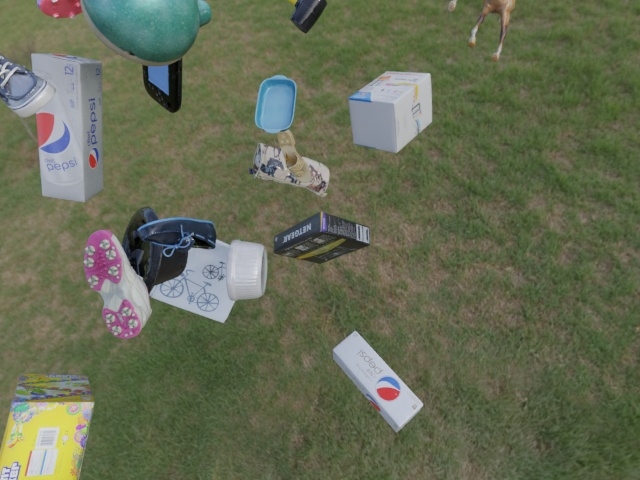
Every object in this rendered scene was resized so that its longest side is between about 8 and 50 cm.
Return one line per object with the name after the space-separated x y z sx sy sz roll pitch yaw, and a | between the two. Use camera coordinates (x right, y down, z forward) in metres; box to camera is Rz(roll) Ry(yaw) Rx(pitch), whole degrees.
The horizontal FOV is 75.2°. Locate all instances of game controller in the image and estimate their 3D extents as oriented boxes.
-0.519 -0.576 1.352 0.166 0.319 0.067 32 51 5 | game controller

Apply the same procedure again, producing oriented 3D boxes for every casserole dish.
-0.129 -0.396 1.230 0.114 0.037 0.188 4 76 7 | casserole dish

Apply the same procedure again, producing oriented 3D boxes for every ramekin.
-0.243 0.101 1.406 0.109 0.207 0.207 2 51 0 | ramekin

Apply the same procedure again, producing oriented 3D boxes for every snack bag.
-0.466 0.140 1.676 0.343 0.323 0.037 -61 21 10 | snack bag

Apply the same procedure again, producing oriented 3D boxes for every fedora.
-0.538 0.051 1.372 0.152 0.334 0.334 5 34 -41 | fedora

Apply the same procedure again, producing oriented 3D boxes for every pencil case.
-0.143 -0.344 2.093 0.410 0.160 0.184 14 81 -25 | pencil case

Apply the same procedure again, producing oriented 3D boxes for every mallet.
-0.081 -0.416 0.694 0.189 0.039 0.062 33 101 9 | mallet

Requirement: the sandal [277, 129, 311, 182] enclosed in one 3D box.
-0.116 -0.311 1.629 0.088 0.240 0.079 -6 34 27 | sandal

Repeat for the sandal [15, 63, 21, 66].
-0.825 -0.375 0.990 0.219 0.060 0.090 -36 55 -17 | sandal

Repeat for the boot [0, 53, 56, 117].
-0.484 -0.249 0.638 0.190 0.086 0.069 22 70 37 | boot

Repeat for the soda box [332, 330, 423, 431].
0.123 0.313 0.931 0.074 0.069 0.216 -35 61 -19 | soda box

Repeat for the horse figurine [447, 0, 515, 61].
0.284 -0.447 0.724 0.066 0.263 0.175 13 77 48 | horse figurine

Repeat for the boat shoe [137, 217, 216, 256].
-0.374 -0.011 1.149 0.109 0.258 0.089 -22 80 32 | boat shoe

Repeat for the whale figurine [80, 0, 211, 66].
-0.264 -0.423 0.659 0.141 0.216 0.272 -4 72 52 | whale figurine

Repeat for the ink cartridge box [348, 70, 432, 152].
0.233 -0.425 1.353 0.171 0.168 0.232 21 49 35 | ink cartridge box

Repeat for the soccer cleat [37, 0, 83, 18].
-0.653 -0.671 1.113 0.095 0.083 0.248 43 55 -3 | soccer cleat

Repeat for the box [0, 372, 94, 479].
-0.728 0.529 1.089 0.279 0.177 0.290 -4 75 58 | box

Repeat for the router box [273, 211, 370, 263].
0.000 0.000 1.619 0.308 0.242 0.081 -24 60 46 | router box

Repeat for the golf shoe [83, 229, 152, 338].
-0.564 0.116 1.171 0.115 0.306 0.140 -11 9 7 | golf shoe

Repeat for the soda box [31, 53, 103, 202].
-0.522 -0.232 0.871 0.091 0.286 0.098 10 24 -6 | soda box
